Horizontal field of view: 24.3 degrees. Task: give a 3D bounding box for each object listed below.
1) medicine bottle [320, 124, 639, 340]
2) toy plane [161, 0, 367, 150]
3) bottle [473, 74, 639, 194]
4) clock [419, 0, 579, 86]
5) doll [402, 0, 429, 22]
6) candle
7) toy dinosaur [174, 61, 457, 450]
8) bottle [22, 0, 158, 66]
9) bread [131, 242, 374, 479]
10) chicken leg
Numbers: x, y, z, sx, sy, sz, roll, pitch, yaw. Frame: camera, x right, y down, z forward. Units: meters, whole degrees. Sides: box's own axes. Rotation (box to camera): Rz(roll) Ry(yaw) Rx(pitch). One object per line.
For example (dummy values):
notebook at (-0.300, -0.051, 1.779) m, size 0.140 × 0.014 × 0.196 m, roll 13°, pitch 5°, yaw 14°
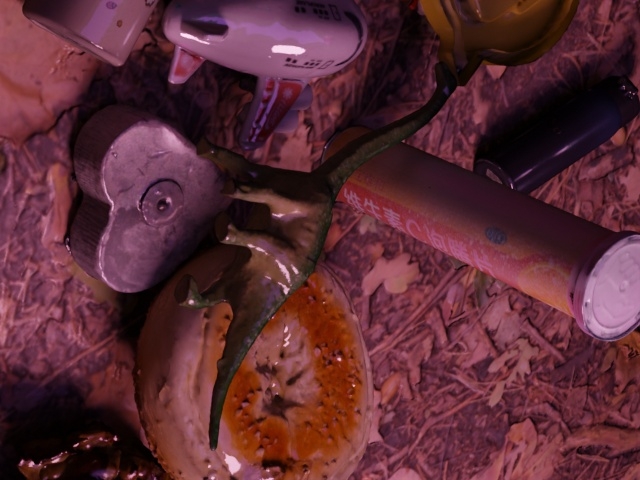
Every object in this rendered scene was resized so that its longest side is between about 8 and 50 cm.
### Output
medicine bottle at (0.161, -0.020, 1.548) m, size 0.108 × 0.426 × 0.108 m, roll -15°, pitch 117°, yaw -32°
toy plane at (-0.053, -0.215, 1.505) m, size 0.252 × 0.118 × 0.252 m, roll -19°, pitch 121°, yaw -35°
bottle at (0.300, -0.127, 1.858) m, size 0.244 × 0.072 × 0.082 m, roll -33°, pitch 163°, yaw -24°
clock at (0.195, -0.335, 1.682) m, size 0.293 × 0.071 × 0.277 m, roll -28°, pitch 115°, yaw -35°
doll at (0.109, -0.275, 1.663) m, size 0.058 × 0.040 × 0.085 m, roll -45°, pitch 131°, yaw -29°
candle at (-0.171, -0.046, 1.512) m, size 0.168 × 0.068 × 0.192 m, roll -13°, pitch 120°, yaw -36°
toy dinosaur at (0.000, 0.000, 1.515) m, size 0.301 × 0.087 × 0.447 m, roll 15°, pitch 82°, yaw -42°
bottle at (-0.176, -0.285, 1.377) m, size 0.110 × 0.110 × 0.233 m, roll 30°, pitch 88°, yaw -42°
bread at (-0.077, 0.150, 1.581) m, size 0.305 × 0.159 × 0.305 m, roll 8°, pitch 79°, yaw -44°
chicken leg at (-0.297, 0.293, 1.504) m, size 0.361 × 0.140 × 0.211 m, roll -15°, pitch 125°, yaw -38°
